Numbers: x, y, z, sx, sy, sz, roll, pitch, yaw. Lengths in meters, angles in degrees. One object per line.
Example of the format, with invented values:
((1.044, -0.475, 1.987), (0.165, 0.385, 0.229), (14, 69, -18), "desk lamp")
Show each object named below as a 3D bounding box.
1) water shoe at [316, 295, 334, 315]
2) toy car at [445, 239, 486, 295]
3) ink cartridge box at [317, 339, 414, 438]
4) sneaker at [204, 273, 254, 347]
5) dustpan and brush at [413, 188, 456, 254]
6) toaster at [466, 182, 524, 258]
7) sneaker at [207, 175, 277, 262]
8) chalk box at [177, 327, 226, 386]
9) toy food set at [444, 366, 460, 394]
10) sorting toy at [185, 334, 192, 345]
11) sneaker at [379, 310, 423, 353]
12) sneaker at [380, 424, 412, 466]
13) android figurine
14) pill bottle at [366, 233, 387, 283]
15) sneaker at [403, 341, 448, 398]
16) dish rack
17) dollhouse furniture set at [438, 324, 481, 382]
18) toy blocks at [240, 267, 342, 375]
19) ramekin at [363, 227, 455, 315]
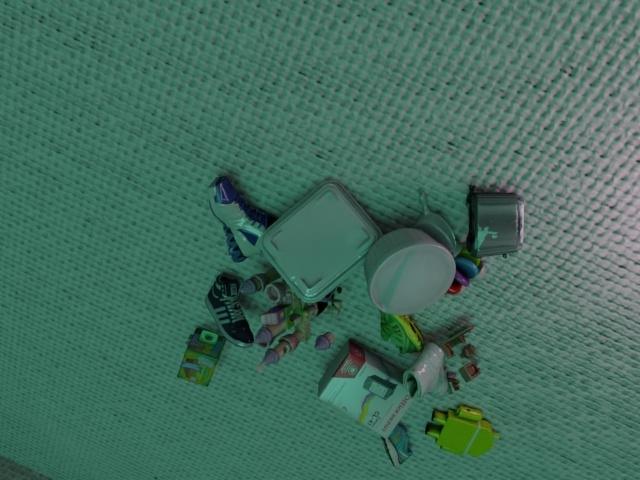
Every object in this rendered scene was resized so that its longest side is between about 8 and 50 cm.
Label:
((-0.033, 0.241, 1.687), (0.073, 0.080, 0.203), (40, 118, -10), "water shoe")
((0.427, 0.103, 1.481), (0.159, 0.136, 0.182), (41, 118, -10), "toy car")
((0.172, 0.554, 1.747), (0.306, 0.131, 0.226), (32, 99, -3), "ink cartridge box")
((-0.312, 0.243, 1.681), (0.282, 0.099, 0.153), (45, 119, 31), "sneaker")
((0.336, -0.057, 1.459), (0.147, 0.060, 0.211), (-6, 118, 42), "dustpan and brush")
((0.510, -0.058, 1.377), (0.146, 0.129, 0.227), (-2, 99, 9), "toaster")
((-0.239, -0.075, 1.551), (0.182, 0.128, 0.316), (-8, 122, 12), "sneaker")
((-0.465, 0.448, 1.855), (0.132, 0.132, 0.213), (20, 119, -6), "chalk box")
((0.485, 0.533, 1.763), (0.077, 0.019, 0.122), (-32, 107, 25), "toy food set")
((-0.531, 0.428, 1.934), (0.062, 0.012, 0.083), (-20, 112, 21), "sorting toy")
((0.253, 0.295, 1.637), (0.123, 0.109, 0.296), (-28, 109, 20), "sneaker")
((0.299, 0.790, 1.912), (0.109, 0.107, 0.276), (-24, 108, -9), "sneaker")
((0.562, 0.759, 1.846), (0.272, 0.056, 0.249), (14, 119, 6), "android figurine")
((0.216, 0.078, 1.533), (0.103, 0.103, 0.184), (19, 119, 2), "pill bottle")
((0.364, 0.507, 1.662), (0.108, 0.169, 0.293), (27, 146, 41), "sneaker")
((0.000, 0.000, 1.443), (0.332, 0.072, 0.286), (-40, 85, 0), "dish rack")
((0.522, 0.385, 1.607), (0.123, 0.144, 0.151), (-40, 67, 27), "dollhouse furniture set")
((-0.120, 0.264, 1.547), (0.308, 0.260, 0.289), (7, 109, 33), "toy blocks")
((0.254, 0.085, 1.404), (0.272, 0.127, 0.273), (-9, 126, -12), "ramekin")
